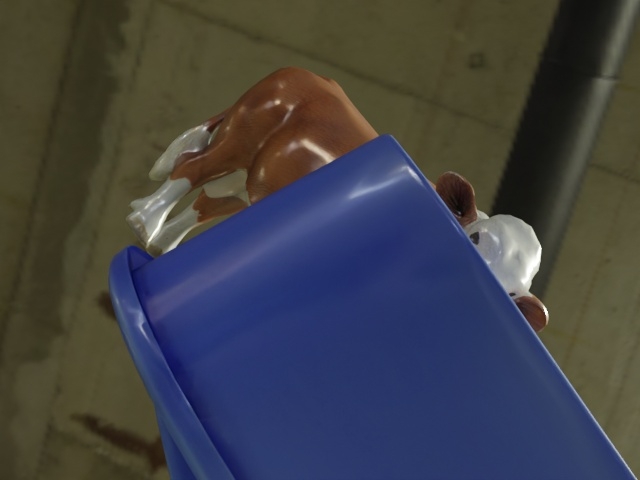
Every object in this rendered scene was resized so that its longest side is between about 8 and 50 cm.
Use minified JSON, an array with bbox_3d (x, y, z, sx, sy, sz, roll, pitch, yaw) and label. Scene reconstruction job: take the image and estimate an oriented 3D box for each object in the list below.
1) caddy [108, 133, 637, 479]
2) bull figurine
[{"bbox_3d":[0.037,0.126,0.650,0.179,0.241,0.341,-34,-106,1],"label":"caddy"},{"bbox_3d":[0.000,0.000,0.931,0.188,0.101,0.310,-32,-144,-4],"label":"bull figurine"}]
